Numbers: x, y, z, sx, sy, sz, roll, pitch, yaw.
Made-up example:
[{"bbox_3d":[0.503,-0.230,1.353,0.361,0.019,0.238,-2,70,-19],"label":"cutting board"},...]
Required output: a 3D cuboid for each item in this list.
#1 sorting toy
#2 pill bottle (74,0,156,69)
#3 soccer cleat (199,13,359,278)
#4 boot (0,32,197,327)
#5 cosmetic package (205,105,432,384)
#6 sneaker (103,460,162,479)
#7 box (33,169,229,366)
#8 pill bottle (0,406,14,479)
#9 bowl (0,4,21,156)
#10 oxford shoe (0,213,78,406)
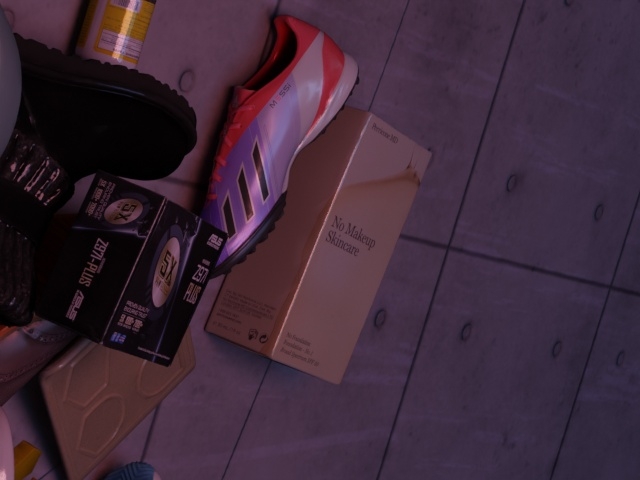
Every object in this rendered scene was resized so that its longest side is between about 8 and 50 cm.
[{"bbox_3d":[-0.251,0.166,1.879,0.307,0.041,0.229,-45,152,-31],"label":"sorting toy"},{"bbox_3d":[-0.211,-0.205,1.771,0.065,0.065,0.116,15,94,-54],"label":"pill bottle"},{"bbox_3d":[-0.078,-0.105,1.973,0.116,0.108,0.318,39,75,-31],"label":"soccer cleat"},{"bbox_3d":[-0.261,-0.039,1.661,0.348,0.131,0.260,16,67,-44],"label":"boot"},{"bbox_3d":[0.000,0.000,2.095,0.160,0.113,0.309,26,86,-53],"label":"cosmetic package"},{"bbox_3d":[-0.219,0.352,2.002,0.092,0.087,0.228,-16,125,-56],"label":"sneaker"},{"bbox_3d":[-0.175,0.030,1.659,0.147,0.077,0.180,-66,161,-4],"label":"box"},{"bbox_3d":[-0.415,0.214,1.550,0.265,0.153,0.153,4,104,-21],"label":"pill bottle"},{"bbox_3d":[-0.371,-0.133,1.442,0.163,0.311,0.311,12,96,-73],"label":"bowl"},{"bbox_3d":[-0.314,0.082,1.744,0.364,0.130,0.133,-27,143,-36],"label":"oxford shoe"}]
